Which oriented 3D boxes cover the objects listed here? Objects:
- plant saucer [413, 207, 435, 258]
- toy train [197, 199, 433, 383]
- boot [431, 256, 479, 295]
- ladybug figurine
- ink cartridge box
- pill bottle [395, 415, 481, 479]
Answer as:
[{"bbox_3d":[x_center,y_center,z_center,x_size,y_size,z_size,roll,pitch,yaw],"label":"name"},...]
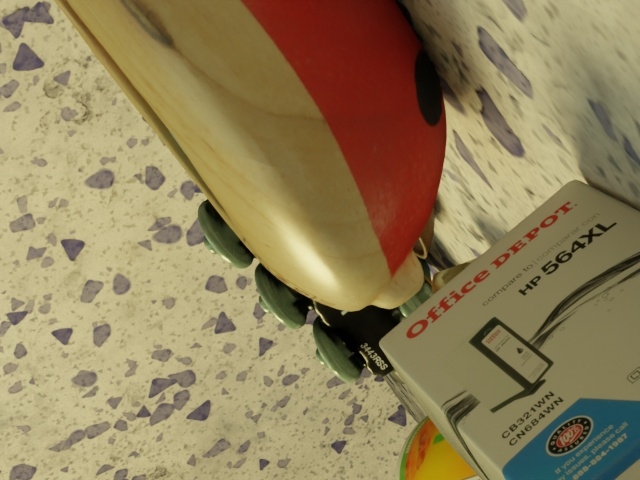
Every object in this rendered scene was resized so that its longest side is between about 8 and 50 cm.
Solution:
[{"bbox_3d":[0.045,-0.071,1.175,0.198,0.036,0.198,51,175,7],"label":"plant saucer"},{"bbox_3d":[0.000,0.000,1.323,0.334,0.142,0.190,47,-160,-24],"label":"toy train"},{"bbox_3d":[0.177,0.122,1.107,0.269,0.089,0.236,53,163,-22],"label":"boot"},{"bbox_3d":[-0.066,-0.152,0.839,0.449,0.162,0.305,52,175,-1],"label":"ladybug figurine"},{"bbox_3d":[0.137,0.068,0.639,0.086,0.148,0.203,53,175,-26],"label":"ink cartridge box"},{"bbox_3d":[0.158,0.156,0.902,0.136,0.136,0.246,52,153,2],"label":"pill bottle"}]
